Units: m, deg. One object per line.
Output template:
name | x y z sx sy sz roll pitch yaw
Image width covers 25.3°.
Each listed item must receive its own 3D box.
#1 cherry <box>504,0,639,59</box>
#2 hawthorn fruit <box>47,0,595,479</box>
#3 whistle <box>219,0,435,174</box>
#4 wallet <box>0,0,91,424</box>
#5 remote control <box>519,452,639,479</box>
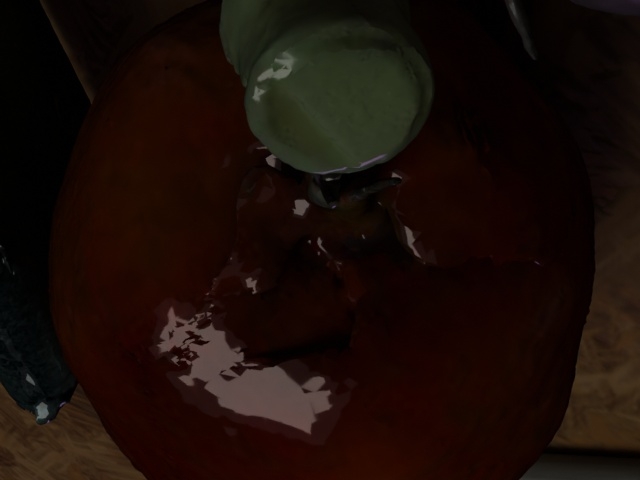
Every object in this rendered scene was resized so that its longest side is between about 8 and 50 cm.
cherry | 0.078 -0.150 0.295 0.213 0.184 0.266 19 145 -32
hawthorn fruit | 0.000 0.000 0.495 0.211 0.211 0.299 30 172 8
whistle | -0.017 -0.117 0.409 0.067 0.258 0.126 -30 133 14
wallet | -0.172 -0.124 0.543 0.046 0.191 0.379 -15 127 15
remote control | 0.204 0.133 0.666 0.261 0.029 0.067 -4 130 43
